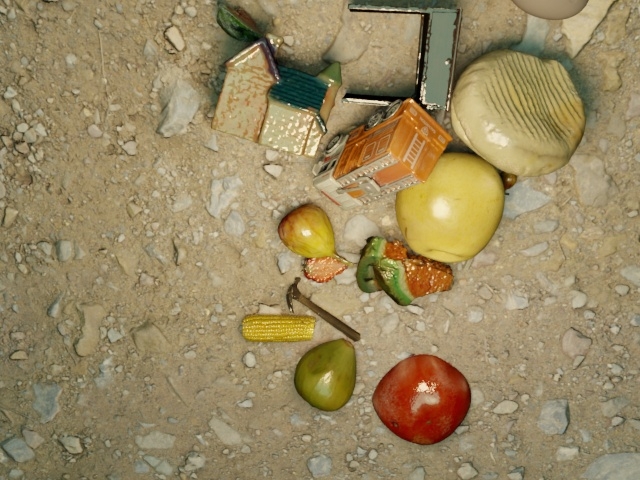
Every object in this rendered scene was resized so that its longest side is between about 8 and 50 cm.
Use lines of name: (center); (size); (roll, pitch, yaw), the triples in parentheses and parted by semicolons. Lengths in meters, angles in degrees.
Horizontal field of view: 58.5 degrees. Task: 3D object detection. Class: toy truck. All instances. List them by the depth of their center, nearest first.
toy truck: (0.137, -0.203, 1.516); (0.173, 0.207, 0.387); (38, 151, -21)

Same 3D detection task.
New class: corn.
corn: (-0.136, 0.288, 1.874); (0.244, 0.093, 0.093); (-1, 110, 6)

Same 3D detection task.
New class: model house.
model house: (-0.111, -0.401, 1.556); (0.312, 0.245, 0.280); (17, 103, -1)

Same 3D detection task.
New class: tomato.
tomato: (0.346, 0.557, 1.901); (0.338, 0.143, 0.338); (2, 112, 5)

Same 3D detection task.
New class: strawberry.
strawberry: (0.011, 0.083, 1.812); (0.152, 0.048, 0.103); (-4, 103, -9)

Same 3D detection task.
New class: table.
table: (0.206, -0.484, 1.508); (0.282, 0.196, 0.250); (5, 111, 4)

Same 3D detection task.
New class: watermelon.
watermelon: (-0.221, -0.590, 1.542); (0.080, 0.101, 0.155); (-36, 73, -3)

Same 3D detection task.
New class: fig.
fig: (0.548, -0.166, 1.673); (0.050, 0.050, 0.083); (-2, 129, 6)
fig: (0.000, 0.000, 1.711); (0.257, 0.159, 0.159); (36, 110, 8)
fig: (0.016, 0.431, 1.857); (0.207, 0.207, 0.230); (4, 91, 4)

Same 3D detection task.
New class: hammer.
hammer: (0.013, 0.240, 1.858); (0.297, 0.125, 0.027); (36, 144, -17)

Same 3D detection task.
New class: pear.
pear: (0.352, -0.091, 1.574); (0.309, 0.309, 0.309); (2, 110, 5)

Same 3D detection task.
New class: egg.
egg: (0.568, -0.649, 1.424); (0.232, 0.176, 0.176); (27, 110, -14)

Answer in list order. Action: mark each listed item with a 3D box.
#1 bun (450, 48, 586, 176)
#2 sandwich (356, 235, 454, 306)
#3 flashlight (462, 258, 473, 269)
bun: (0.494, -0.318, 1.488); (0.365, 0.365, 0.219); (27, 152, -4)
sandwich: (0.254, 0.117, 1.705); (0.301, 0.162, 0.250); (6, 149, -4)
flashlight: (0.465, 0.051, 1.769); (0.018, 0.018, 0.083); (19, 110, 0)
